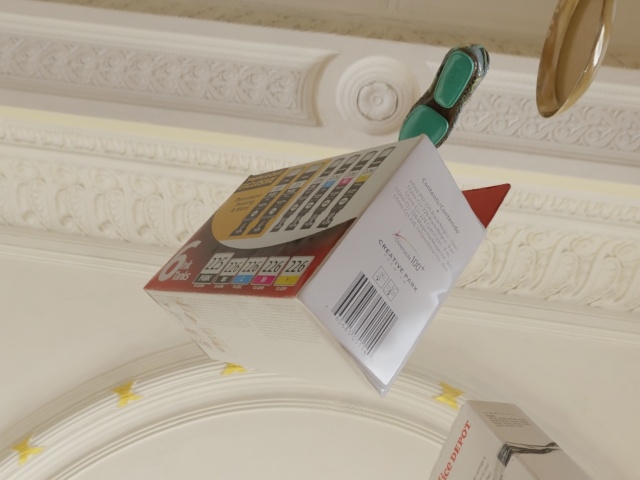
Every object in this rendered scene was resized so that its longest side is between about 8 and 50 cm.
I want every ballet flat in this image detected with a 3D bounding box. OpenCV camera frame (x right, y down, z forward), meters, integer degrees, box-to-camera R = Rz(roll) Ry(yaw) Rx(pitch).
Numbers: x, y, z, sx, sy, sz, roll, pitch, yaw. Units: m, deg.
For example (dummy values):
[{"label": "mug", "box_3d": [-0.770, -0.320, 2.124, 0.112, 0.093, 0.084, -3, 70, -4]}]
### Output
[{"label": "ballet flat", "box_3d": [0.168, -0.184, 0.880, 0.070, 0.188, 0.070, 14, -129, -18]}]

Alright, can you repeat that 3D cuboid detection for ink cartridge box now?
[{"label": "ink cartridge box", "box_3d": [0.252, 0.343, 0.833, 0.100, 0.237, 0.172, 10, -70, -27]}, {"label": "ink cartridge box", "box_3d": [0.000, 0.000, 0.697, 0.130, 0.309, 0.272, 52, -120, -23]}]

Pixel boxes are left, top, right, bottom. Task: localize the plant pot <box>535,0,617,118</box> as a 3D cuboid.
[{"label": "plant pot", "box_3d": [0.379, -0.295, 0.973, 0.032, 0.236, 0.236, 11, -100, 0]}]
